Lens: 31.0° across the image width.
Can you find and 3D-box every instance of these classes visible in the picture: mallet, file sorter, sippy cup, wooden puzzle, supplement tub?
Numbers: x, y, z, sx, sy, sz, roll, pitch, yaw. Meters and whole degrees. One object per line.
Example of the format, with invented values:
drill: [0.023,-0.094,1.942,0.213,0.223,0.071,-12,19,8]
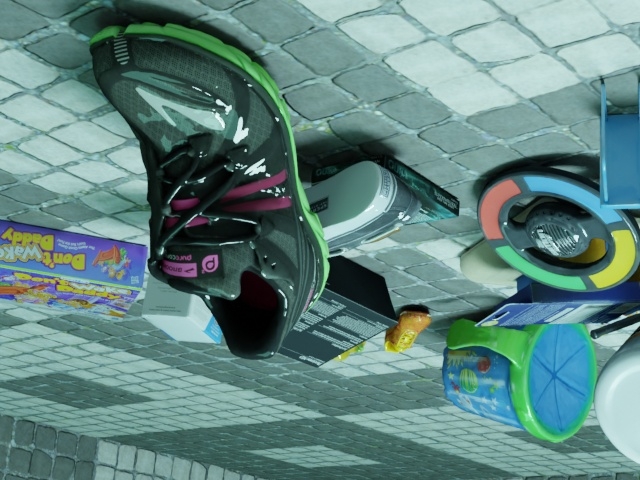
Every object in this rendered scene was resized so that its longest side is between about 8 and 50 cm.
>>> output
mallet: [0.477,0.109,1.687,0.189,0.039,0.062,-19,169,-7]
file sorter: [0.396,-0.110,1.277,0.170,0.118,0.104,-1,157,15]
sippy cup: [0.355,0.243,2.137,0.224,0.305,0.240,-1,-154,45]
wooden puzzle: [0.427,0.046,1.751,0.348,0.080,0.322,11,160,-15]
supplement tub: [0.552,0.201,1.750,0.193,0.194,0.316,-9,-171,34]

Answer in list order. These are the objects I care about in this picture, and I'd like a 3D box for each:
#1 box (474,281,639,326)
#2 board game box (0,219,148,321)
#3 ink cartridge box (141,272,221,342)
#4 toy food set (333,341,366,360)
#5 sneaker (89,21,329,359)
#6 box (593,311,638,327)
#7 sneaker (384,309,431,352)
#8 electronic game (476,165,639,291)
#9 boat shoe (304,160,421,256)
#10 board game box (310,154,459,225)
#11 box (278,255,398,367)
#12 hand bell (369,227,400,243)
box: [0.353,0.095,1.710,0.225,0.036,0.136,-1,162,-16]
board game box: [-0.490,0.049,1.974,0.347,0.078,0.233,11,159,-15]
ink cartridge box: [-0.192,0.044,1.728,0.082,0.191,0.139,1,159,15]
toy food set: [0.009,0.175,2.129,0.218,0.071,0.128,22,113,-42]
sneaker: [-0.118,-0.045,1.336,0.185,0.202,0.483,-6,133,27]
box: [0.495,0.126,2.035,0.136,0.028,0.081,16,157,-35]
sneaker: [0.168,0.174,2.185,0.064,0.067,0.175,10,158,-9]
electronic game: [0.318,-0.013,1.548,0.229,0.048,0.229,21,146,15]
boat shoe: [0.005,-0.022,1.561,0.102,0.108,0.301,26,145,-37]
board game box: [0.091,-0.065,1.600,0.126,0.026,0.186,-9,156,37]
box: [-0.025,0.104,1.913,0.184,0.103,0.261,-33,143,24]
hand bell: [0.000,0.000,1.730,0.242,0.126,0.126,-10,158,5]
